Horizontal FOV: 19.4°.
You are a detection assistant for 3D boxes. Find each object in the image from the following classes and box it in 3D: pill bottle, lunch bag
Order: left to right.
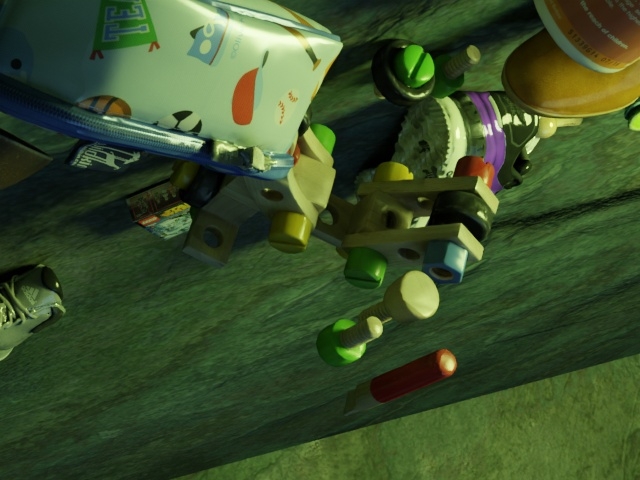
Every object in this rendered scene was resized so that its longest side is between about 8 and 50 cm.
[{"bbox_3d":[-0.144,-0.126,1.041,0.243,0.303,0.115,11,105,-57],"label":"lunch bag"},{"bbox_3d":[0.277,-0.229,1.451,0.121,0.121,0.216,-2,157,-46],"label":"pill bottle"}]

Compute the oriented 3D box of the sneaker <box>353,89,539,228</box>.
[{"bbox_3d":[0.137,-0.064,1.870,0.146,0.102,0.293,-13,163,-22],"label":"sneaker"}]

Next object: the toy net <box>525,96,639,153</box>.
[{"bbox_3d":[0.262,-0.128,1.903,0.232,0.045,0.122,-19,164,1],"label":"toy net"}]

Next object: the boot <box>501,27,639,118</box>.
[{"bbox_3d":[0.306,-0.216,1.597,0.295,0.104,0.211,-19,159,-18],"label":"boot"}]

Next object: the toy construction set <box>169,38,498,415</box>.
[{"bbox_3d":[0.000,0.000,1.619,0.257,0.309,0.237,4,158,-36],"label":"toy construction set"}]

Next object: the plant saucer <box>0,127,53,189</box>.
[{"bbox_3d":[-0.292,-0.096,0.999,0.050,0.310,0.310,-64,157,0],"label":"plant saucer"}]

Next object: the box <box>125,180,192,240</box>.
[{"bbox_3d":[-0.108,-0.044,1.791,0.137,0.027,0.094,-22,165,9],"label":"box"}]

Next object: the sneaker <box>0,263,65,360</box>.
[{"bbox_3d":[-0.324,0.062,1.825,0.132,0.086,0.228,-29,172,15],"label":"sneaker"}]
